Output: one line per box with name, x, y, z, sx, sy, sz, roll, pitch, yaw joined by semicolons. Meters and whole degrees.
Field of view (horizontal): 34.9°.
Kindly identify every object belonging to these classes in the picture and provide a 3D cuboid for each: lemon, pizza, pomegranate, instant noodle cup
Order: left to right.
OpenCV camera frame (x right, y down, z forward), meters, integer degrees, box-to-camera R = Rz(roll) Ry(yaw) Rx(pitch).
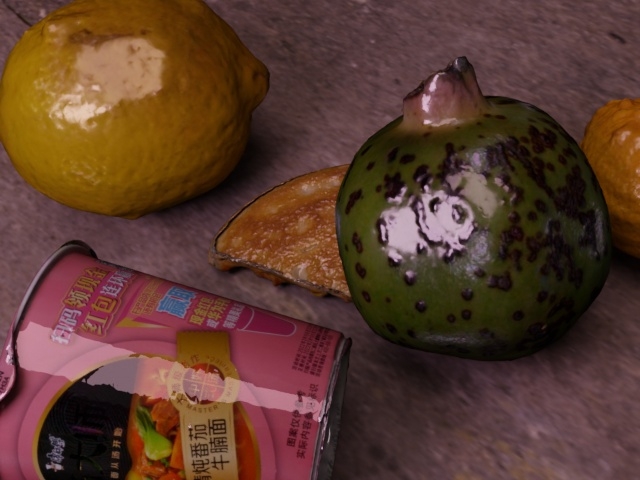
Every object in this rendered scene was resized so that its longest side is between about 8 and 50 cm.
lemon;-0.192;-0.139;1.037;0.288;0.233;0.234;-13;54;-1
instant noodle cup;-0.111;0.133;0.846;0.254;0.244;0.244;10;57;7
pizza;0.000;0.000;1.021;0.184;0.036;0.176;-41;60;-21
pomegranate;0.128;-0.026;0.885;0.254;0.271;0.254;-13;16;4
lemon;0.307;-0.059;0.943;0.142;0.142;0.187;-25;50;-8
